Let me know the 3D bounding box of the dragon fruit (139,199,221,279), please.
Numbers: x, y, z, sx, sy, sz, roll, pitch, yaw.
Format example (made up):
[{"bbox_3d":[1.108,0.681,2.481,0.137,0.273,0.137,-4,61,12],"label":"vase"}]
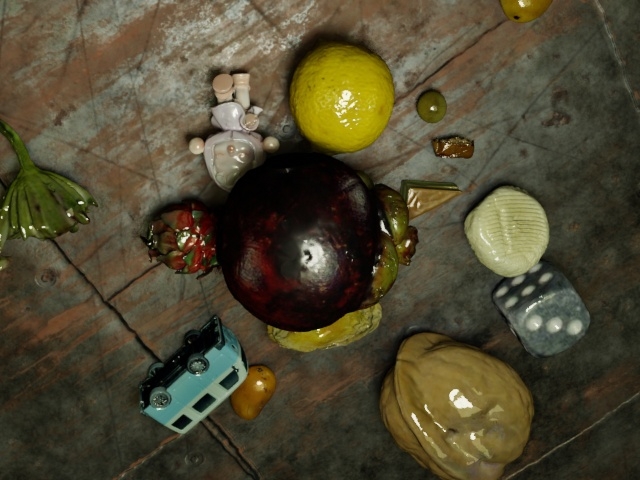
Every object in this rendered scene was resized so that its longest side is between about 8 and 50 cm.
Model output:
[{"bbox_3d":[-0.296,-0.004,1.923,0.189,0.182,0.182,18,106,-26],"label":"dragon fruit"}]

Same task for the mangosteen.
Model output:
[{"bbox_3d":[-0.014,-0.017,1.782,0.421,0.381,0.381,-27,113,-16],"label":"mangosteen"}]

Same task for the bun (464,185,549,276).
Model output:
[{"bbox_3d":[0.449,-0.019,2.069,0.220,0.134,0.220,2,84,-22],"label":"bun"}]

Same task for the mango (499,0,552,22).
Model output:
[{"bbox_3d":[0.466,-0.595,1.880,0.136,0.099,0.227,17,98,-11],"label":"mango"}]

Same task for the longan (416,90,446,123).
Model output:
[{"bbox_3d":[0.261,-0.309,1.969,0.083,0.075,0.075,-19,120,-49],"label":"longan"}]

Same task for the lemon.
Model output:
[{"bbox_3d":[0.045,-0.302,1.842,0.228,0.228,0.253,-1,113,-10],"label":"lemon"}]

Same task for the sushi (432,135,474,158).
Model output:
[{"bbox_3d":[0.314,-0.221,2.012,0.120,0.052,0.055,1,109,-11],"label":"sushi"}]

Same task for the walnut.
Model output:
[{"bbox_3d":[0.329,0.421,2.115,0.384,0.383,0.383,-3,111,-9],"label":"walnut"}]

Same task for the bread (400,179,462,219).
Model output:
[{"bbox_3d":[0.263,-0.093,2.040,0.139,0.074,0.084,1,110,-13],"label":"bread"}]

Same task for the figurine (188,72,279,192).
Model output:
[{"bbox_3d":[-0.189,-0.231,1.878,0.200,0.133,0.276,0,106,2],"label":"figurine"}]

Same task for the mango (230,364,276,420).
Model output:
[{"bbox_3d":[-0.174,0.385,2.132,0.105,0.084,0.159,21,105,-11],"label":"mango"}]

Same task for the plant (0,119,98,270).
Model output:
[{"bbox_3d":[-0.628,-0.135,1.817,0.251,0.180,0.333,-18,109,-15],"label":"plant"}]

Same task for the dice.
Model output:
[{"bbox_3d":[0.552,0.171,2.133,0.182,0.181,0.183,-35,114,3],"label":"dice"}]

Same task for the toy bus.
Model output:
[{"bbox_3d":[-0.295,0.333,2.066,0.271,0.133,0.165,-42,117,9],"label":"toy bus"}]

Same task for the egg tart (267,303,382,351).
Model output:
[{"bbox_3d":[0.010,0.173,2.034,0.288,0.118,0.288,-9,146,-6],"label":"egg tart"}]
